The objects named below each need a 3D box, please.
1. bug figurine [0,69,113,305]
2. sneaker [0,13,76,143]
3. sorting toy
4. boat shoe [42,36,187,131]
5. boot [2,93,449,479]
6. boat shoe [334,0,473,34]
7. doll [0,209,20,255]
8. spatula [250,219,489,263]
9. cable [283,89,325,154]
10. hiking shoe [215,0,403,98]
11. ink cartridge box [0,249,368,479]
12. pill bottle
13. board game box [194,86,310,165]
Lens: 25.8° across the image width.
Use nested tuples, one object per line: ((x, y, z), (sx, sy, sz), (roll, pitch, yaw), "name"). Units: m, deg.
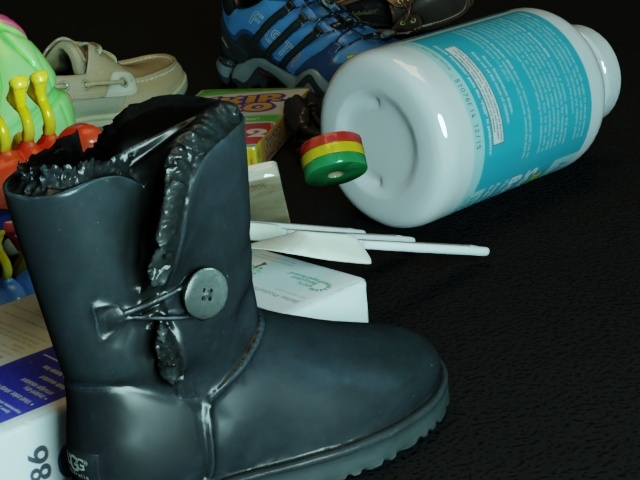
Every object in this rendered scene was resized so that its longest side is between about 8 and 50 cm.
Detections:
((-0.230, 0.016, 0.870), (0.216, 0.072, 0.279), (-24, -17, -29), "bug figurine")
((-0.421, -0.081, 1.154), (0.483, 0.185, 0.202), (-5, 35, 40), "sneaker")
((-0.103, -0.031, 1.028), (0.275, 0.046, 0.132), (-12, -18, 0), "sorting toy")
((-0.256, -0.169, 1.506), (0.109, 0.098, 0.302), (9, 24, 36), "boat shoe")
((-0.035, 0.025, 0.722), (0.246, 0.207, 0.094), (-18, 23, -34), "boot")
((0.101, -0.307, 1.866), (0.207, 0.073, 0.073), (-7, 20, 16), "boat shoe")
((-0.220, -0.022, 1.151), (0.189, 0.046, 0.129), (3, 25, 30), "doll")
((0.000, 0.000, 0.970), (0.168, 0.019, 0.242), (7, 1, 41), "spatula")
((0.047, -0.105, 1.342), (0.151, 0.047, 0.184), (-1, 22, -14), "cable")
((-0.010, -0.232, 1.575), (0.304, 0.132, 0.113), (11, 24, 38), "hiking shoe")
((-0.143, 0.080, 0.813), (0.333, 0.065, 0.165), (-19, 23, -38), "ink cartridge box")
((0.138, -0.112, 1.168), (0.264, 0.146, 0.146), (-21, 25, -39), "pill bottle")
((-0.092, -0.115, 1.414), (0.124, 0.039, 0.259), (0, 17, 13), "board game box")
